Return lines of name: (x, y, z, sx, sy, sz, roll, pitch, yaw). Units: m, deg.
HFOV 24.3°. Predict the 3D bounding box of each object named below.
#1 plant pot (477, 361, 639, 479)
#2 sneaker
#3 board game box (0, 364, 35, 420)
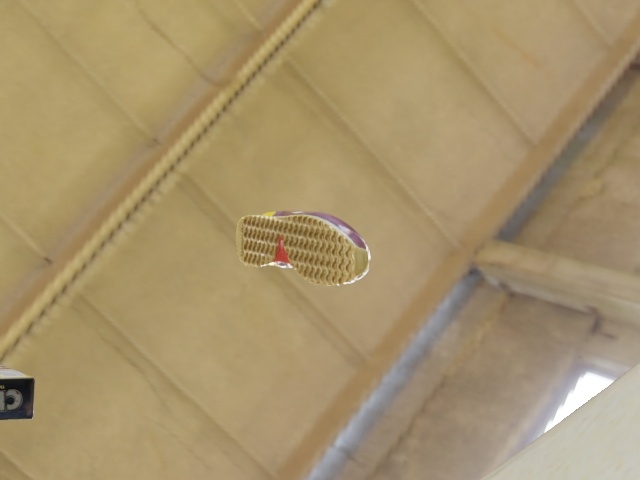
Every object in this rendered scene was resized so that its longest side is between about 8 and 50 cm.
plant pot: (0.189, 0.113, 0.390, 0.334, 0.305, 0.333, 36, -145, -31)
sneaker: (0.000, 0.000, 1.430, 0.084, 0.185, 0.069, -9, -76, -38)
board game box: (-0.415, 0.142, 1.411, 0.243, 0.165, 0.042, 2, -87, -30)
